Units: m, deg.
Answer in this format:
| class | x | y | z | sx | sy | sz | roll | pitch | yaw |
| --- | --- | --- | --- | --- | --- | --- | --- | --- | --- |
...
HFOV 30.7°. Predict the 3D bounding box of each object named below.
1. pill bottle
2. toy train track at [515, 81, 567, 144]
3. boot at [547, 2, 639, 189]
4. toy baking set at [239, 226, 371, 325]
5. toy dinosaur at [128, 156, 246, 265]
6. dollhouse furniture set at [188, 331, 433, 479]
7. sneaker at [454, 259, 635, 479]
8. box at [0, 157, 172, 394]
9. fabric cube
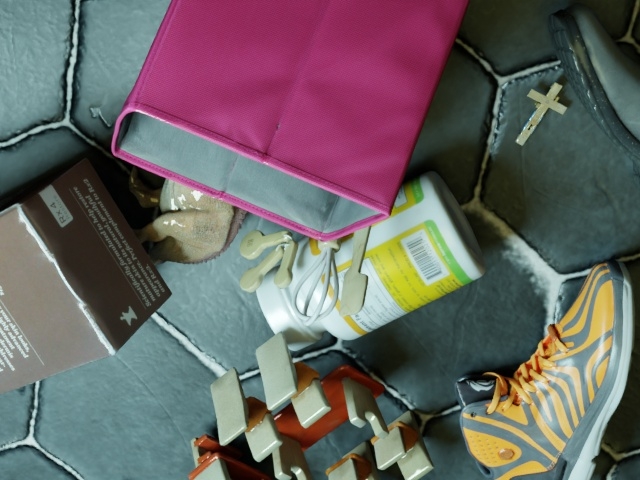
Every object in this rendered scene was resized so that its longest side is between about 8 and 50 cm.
| class | x | y | z | sx | sy | sz | roll | pitch | yaw |
| --- | --- | --- | --- | --- | --- | --- | --- | --- | --- |
| pill bottle | 0.054 | 0.032 | 1.357 | 0.246 | 0.136 | 0.136 | -27 | 104 | 14 |
| toy train track | 0.251 | -0.147 | 1.343 | 0.048 | 0.014 | 0.083 | 26 | 115 | -11 |
| boot | 0.414 | -0.168 | 1.280 | 0.223 | 0.118 | 0.338 | -35 | 114 | 12 |
| toy baking set | 0.003 | -0.006 | 1.302 | 0.030 | 0.256 | 0.197 | 35 | 83 | -39 |
| toy dinosaur | -0.124 | -0.059 | 1.355 | 0.200 | 0.127 | 0.295 | 17 | 115 | -8 |
| dollhouse furniture set | -0.039 | 0.238 | 1.420 | 0.259 | 0.135 | 0.262 | -39 | 132 | 19 |
| sneaker | 0.258 | 0.164 | 1.390 | 0.180 | 0.124 | 0.321 | 11 | 110 | 0 |
| box | -0.381 | 0.068 | 1.348 | 0.381 | 0.143 | 0.191 | -20 | 107 | 34 |
| fabric cube | -0.036 | -0.172 | 1.149 | 0.259 | 0.254 | 0.258 | 22 | 81 | -11 |
